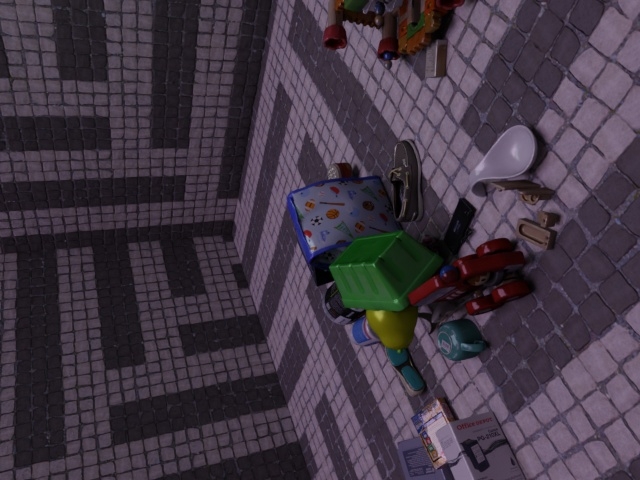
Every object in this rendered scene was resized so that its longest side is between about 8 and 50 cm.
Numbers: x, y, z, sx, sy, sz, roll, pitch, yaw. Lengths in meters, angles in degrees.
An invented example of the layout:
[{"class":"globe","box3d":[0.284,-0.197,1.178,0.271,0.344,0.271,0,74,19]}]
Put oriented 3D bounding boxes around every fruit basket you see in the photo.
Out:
[{"class":"fruit basket","box3d":[0.241,0.176,1.787,0.392,0.283,0.392,35,155,19]}]

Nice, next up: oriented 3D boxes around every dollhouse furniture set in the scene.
[{"class":"dollhouse furniture set","box3d":[0.528,-0.066,1.378,0.144,0.123,0.151,-139,48,-57]}]

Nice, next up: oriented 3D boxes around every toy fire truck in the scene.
[{"class":"toy fire truck","box3d":[0.421,0.114,1.499,0.302,0.254,0.169,130,130,-59]}]

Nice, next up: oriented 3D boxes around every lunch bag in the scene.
[{"class":"lunch bag","box3d":[0.080,-0.064,2.072,0.239,0.385,0.328,116,140,-50]}]

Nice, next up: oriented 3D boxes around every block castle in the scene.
[{"class":"block castle","box3d":[0.220,-0.729,1.670,0.453,0.303,0.213,163,110,-67]}]

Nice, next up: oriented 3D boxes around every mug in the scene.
[{"class":"mug","box3d":[0.444,0.317,1.687,0.158,0.097,0.129,123,136,-55]}]

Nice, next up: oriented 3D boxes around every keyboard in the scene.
[{"class":"keyboard","box3d":[0.452,-0.036,1.687,0.108,0.023,0.180,-114,28,-49]}]

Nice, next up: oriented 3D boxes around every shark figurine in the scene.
[{"class":"shark figurine","box3d":[0.397,0.211,1.751,0.116,0.166,0.278,49,174,13]}]

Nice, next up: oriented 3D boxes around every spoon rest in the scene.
[{"class":"spoon rest","box3d":[0.498,-0.208,1.461,0.276,0.084,0.137,126,139,-58]}]

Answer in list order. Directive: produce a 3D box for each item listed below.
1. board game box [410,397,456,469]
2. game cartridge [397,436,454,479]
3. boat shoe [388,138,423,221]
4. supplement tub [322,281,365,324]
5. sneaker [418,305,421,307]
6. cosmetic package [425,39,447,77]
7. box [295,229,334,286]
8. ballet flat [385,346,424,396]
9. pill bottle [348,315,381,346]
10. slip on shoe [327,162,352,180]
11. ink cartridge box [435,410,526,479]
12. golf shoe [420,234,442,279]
[{"class":"board game box","box3d":[0.416,0.673,1.834,0.147,0.045,0.193,-49,47,30]},{"class":"game cartridge","box3d":[0.392,0.841,1.981,0.294,0.060,0.196,126,137,-57]},{"class":"boat shoe","box3d":[0.301,-0.217,1.899,0.109,0.091,0.305,171,93,-66]},{"class":"supplement tub","box3d":[0.143,0.227,2.231,0.316,0.193,0.193,127,132,-58]},{"class":"sneaker","box3d":[0.365,0.175,1.901,0.076,0.065,0.166,44,140,33]},{"class":"cosmetic package","box3d":[0.376,-0.590,1.708,0.060,0.041,0.115,-149,56,-61]},{"class":"box","box3d":[0.000,0.000,2.429,0.296,0.182,0.294,83,167,-50]},{"class":"ballet flat","box3d":[0.321,0.495,2.041,0.086,0.086,0.248,109,145,-44]},{"class":"pill bottle","box3d":[0.203,0.380,2.216,0.221,0.124,0.124,139,122,-61]},{"class":"slip on shoe","box3d":[0.099,-0.206,2.364,0.123,0.101,0.331,49,152,44]},{"class":"ink cartridge box","box3d":[0.482,0.657,1.584,0.100,0.172,0.237,115,142,-49]},{"class":"golf shoe","box3d":[0.386,0.071,1.826,0.086,0.067,0.186,-53,-43,-72]}]
